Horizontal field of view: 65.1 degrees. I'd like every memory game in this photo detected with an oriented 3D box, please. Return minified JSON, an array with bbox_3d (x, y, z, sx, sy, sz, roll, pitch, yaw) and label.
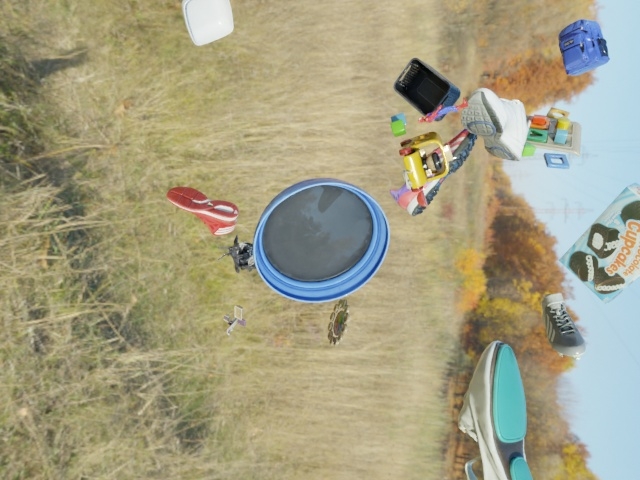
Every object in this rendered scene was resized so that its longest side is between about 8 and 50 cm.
[{"bbox_3d":[0.066,0.309,1.891,0.186,0.012,0.186,-164,-90,-72],"label":"memory game"}]

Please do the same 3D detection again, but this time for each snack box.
[{"bbox_3d":[0.857,0.015,1.432,0.060,0.187,0.322,-19,147,-32],"label":"snack box"}]

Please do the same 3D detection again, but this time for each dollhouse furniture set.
[{"bbox_3d":[-0.339,0.293,1.878,0.081,0.091,0.114,-49,157,-45],"label":"dollhouse furniture set"}]

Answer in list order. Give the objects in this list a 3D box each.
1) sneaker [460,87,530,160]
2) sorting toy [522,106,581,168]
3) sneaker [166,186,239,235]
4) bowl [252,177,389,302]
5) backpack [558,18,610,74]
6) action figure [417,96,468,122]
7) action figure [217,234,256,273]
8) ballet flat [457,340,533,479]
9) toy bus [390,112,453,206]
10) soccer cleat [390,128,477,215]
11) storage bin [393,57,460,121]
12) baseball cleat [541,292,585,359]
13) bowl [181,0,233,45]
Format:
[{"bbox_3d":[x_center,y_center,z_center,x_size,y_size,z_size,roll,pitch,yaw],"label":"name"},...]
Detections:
[{"bbox_3d":[0.446,-0.309,1.260,0.297,0.111,0.129,25,89,-52],"label":"sneaker"},{"bbox_3d":[0.710,-0.343,1.553,0.047,0.196,0.347,91,21,-45],"label":"sorting toy"},{"bbox_3d":[-0.361,-0.075,1.520,0.128,0.221,0.087,108,5,-48],"label":"sneaker"},{"bbox_3d":[0.000,0.000,1.430,0.077,0.391,0.391,-112,-169,-57],"label":"bowl"},{"bbox_3d":[0.655,-0.491,1.258,0.101,0.098,0.120,-9,89,-38],"label":"backpack"},{"bbox_3d":[0.277,-0.296,1.148,0.038,0.115,0.030,-26,94,-64],"label":"action figure"},{"bbox_3d":[-0.191,0.032,1.646,0.164,0.276,0.141,-104,-148,-41],"label":"action figure"},{"bbox_3d":[0.332,0.400,0.969,0.139,0.139,0.400,53,31,-65],"label":"ballet flat"},{"bbox_3d":[0.239,-0.181,1.117,0.191,0.104,0.202,44,33,-59],"label":"toy bus"},{"bbox_3d":[0.341,-0.225,1.501,0.318,0.116,0.109,-52,159,10],"label":"soccer cleat"},{"bbox_3d":[0.337,-0.479,1.593,0.084,0.180,0.122,-1,134,-53],"label":"storage bin"},{"bbox_3d":[0.556,0.188,1.173,0.206,0.072,0.109,-73,148,-73],"label":"baseball cleat"},{"bbox_3d":[-0.331,-0.652,1.444,0.142,0.053,0.142,-31,147,-19],"label":"bowl"}]
